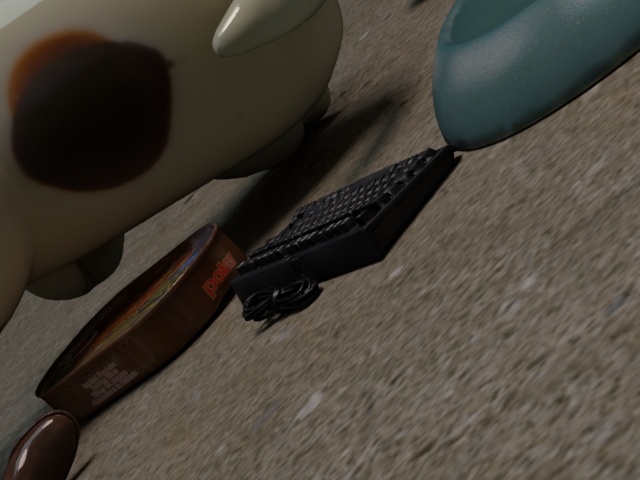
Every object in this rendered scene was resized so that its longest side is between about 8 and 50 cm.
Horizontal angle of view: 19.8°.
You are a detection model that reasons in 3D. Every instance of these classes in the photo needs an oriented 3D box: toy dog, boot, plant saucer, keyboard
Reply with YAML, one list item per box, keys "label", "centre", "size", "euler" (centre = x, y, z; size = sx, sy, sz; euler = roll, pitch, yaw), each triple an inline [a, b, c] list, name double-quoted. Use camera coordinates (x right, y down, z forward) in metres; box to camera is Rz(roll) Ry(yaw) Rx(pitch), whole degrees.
- label: "toy dog"
  centre: [-0.192, -0.059, 1.226]
  size: [0.408, 0.284, 0.395]
  euler: [-38, 29, -16]
- label: "boot"
  centre: [-0.164, 0.147, 1.027]
  size: [0.106, 0.037, 0.114]
  euler: [-61, 10, -6]
- label: "plant saucer"
  centre: [0.166, -0.175, 0.956]
  size: [0.317, 0.044, 0.317]
  euler: [-44, 12, 12]
- label: "keyboard"
  centre: [0.000, 0.000, 0.991]
  size: [0.108, 0.023, 0.180]
  euler: [-51, 12, -23]

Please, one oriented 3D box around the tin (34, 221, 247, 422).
- label: "tin"
  centre: [-0.116, 0.056, 1.180]
  size: [0.190, 0.040, 0.106]
  euler: [-35, 12, 44]
